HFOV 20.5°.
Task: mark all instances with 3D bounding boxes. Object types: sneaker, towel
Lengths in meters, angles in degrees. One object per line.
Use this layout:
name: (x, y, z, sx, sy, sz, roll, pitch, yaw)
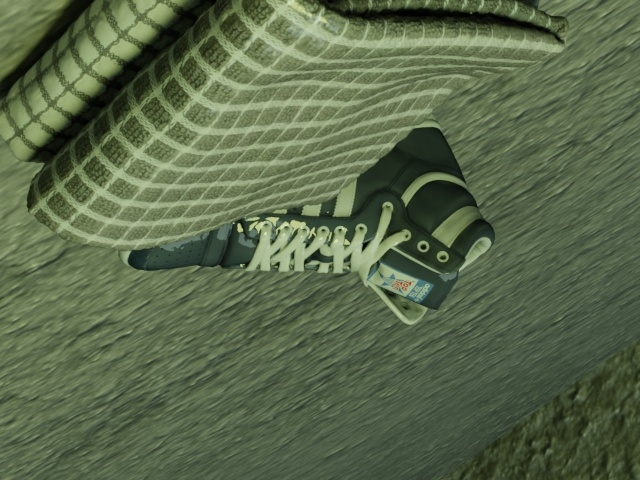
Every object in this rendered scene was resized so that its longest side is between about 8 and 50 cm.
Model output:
sneaker: (0.000, 0.000, 1.283, 0.282, 0.153, 0.099, -21, 160, -28)
towel: (-0.014, -0.101, 1.027, 0.284, 0.121, 0.235, -9, 155, -50)
